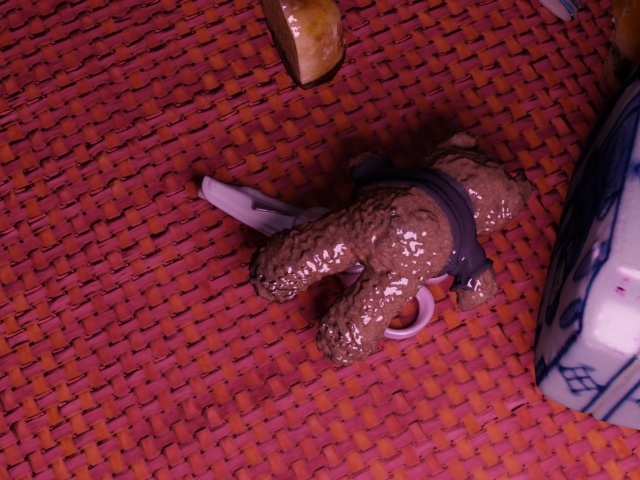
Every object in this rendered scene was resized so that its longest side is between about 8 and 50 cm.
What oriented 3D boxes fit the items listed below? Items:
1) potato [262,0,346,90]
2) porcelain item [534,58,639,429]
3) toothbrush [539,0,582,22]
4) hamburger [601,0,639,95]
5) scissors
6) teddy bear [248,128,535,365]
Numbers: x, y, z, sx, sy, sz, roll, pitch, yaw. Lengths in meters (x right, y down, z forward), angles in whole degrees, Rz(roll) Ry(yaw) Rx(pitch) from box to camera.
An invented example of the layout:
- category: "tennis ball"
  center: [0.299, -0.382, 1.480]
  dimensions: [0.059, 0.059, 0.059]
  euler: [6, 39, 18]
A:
- category: "potato"
  center: [-0.011, -0.208, 1.639]
  dimensions: [0.066, 0.103, 0.096]
  euler: [-26, 74, -9]
- category: "porcelain item"
  center: [0.286, 0.001, 1.480]
  dimensions: [0.157, 0.281, 0.286]
  euler: [16, 72, 1]
- category: "toothbrush"
  center: [0.147, -0.316, 1.728]
  dimensions: [0.294, 0.026, 0.028]
  euler: [43, 55, 12]
- category: "hamburger"
  center: [0.428, -0.225, 1.620]
  dimensions: [0.277, 0.195, 0.318]
  euler: [30, 69, 11]
- category: "scissors"
  center: [0.000, 0.000, 1.599]
  dimensions: [0.242, 0.030, 0.118]
  euler: [23, 70, 2]
- category: "teddy bear"
  center: [0.074, -0.003, 1.525]
  dimensions: [0.251, 0.129, 0.182]
  euler: [-38, 84, -17]
